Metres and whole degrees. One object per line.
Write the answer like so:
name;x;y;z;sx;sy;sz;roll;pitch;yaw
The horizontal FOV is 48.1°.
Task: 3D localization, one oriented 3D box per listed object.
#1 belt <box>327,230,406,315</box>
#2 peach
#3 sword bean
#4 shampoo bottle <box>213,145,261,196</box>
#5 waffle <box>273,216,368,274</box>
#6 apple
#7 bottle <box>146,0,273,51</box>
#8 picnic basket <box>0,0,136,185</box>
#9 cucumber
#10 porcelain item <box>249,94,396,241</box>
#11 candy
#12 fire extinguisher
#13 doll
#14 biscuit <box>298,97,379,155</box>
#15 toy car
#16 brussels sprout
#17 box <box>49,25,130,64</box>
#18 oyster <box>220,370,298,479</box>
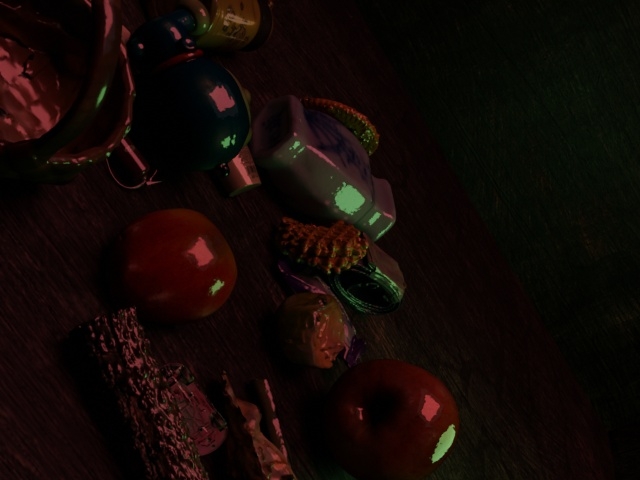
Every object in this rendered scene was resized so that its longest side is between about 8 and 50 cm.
belt;0.106;0.074;1.690;0.230;0.139;0.126;40;34;-36
peach;-0.229;0.045;1.093;0.190;0.192;0.190;158;-90;-76
sword bean;-0.066;0.357;1.182;0.043;0.038;0.269;20;48;-59
shampoo bottle;-0.206;-0.217;1.450;0.127;0.078;0.257;-18;83;-61
waffle;0.000;0.000;1.532;0.197;0.070;0.193;28;27;37
apple;0.134;0.339;1.336;0.253;0.253;0.254;45;29;-34
bottle;-0.222;-0.505;1.615;0.172;0.171;0.351;64;23;3
picnic basket;-0.338;-0.232;0.844;0.337;0.337;0.293;14;64;-59
cucumber;-0.214;0.264;0.931;0.360;0.096;0.096;66;24;2
porcelain item;0.008;-0.156;1.692;0.405;0.178;0.243;36;37;-41
candy;0.007;0.143;1.509;0.275;0.070;0.145;54;16;4
fire extinguisher;-0.330;-0.142;1.178;0.078;0.045;0.157;-46;110;-35
doll;-0.240;-0.258;1.282;0.186;0.198;0.322;-28;87;-44
biscuit;0.022;-0.268;1.781;0.254;0.253;0.035;39;59;-42
toy car;-0.191;0.241;1.028;0.142;0.069;0.055;57;-15;-12
brussels sprout;-0.028;0.168;1.360;0.149;0.122;0.152;-57;138;-39
box;-0.411;-0.317;1.162;0.164;0.069;0.257;45;29;-33
oyster;-0.093;0.341;1.106;0.294;0.094;0.166;58;12;26
